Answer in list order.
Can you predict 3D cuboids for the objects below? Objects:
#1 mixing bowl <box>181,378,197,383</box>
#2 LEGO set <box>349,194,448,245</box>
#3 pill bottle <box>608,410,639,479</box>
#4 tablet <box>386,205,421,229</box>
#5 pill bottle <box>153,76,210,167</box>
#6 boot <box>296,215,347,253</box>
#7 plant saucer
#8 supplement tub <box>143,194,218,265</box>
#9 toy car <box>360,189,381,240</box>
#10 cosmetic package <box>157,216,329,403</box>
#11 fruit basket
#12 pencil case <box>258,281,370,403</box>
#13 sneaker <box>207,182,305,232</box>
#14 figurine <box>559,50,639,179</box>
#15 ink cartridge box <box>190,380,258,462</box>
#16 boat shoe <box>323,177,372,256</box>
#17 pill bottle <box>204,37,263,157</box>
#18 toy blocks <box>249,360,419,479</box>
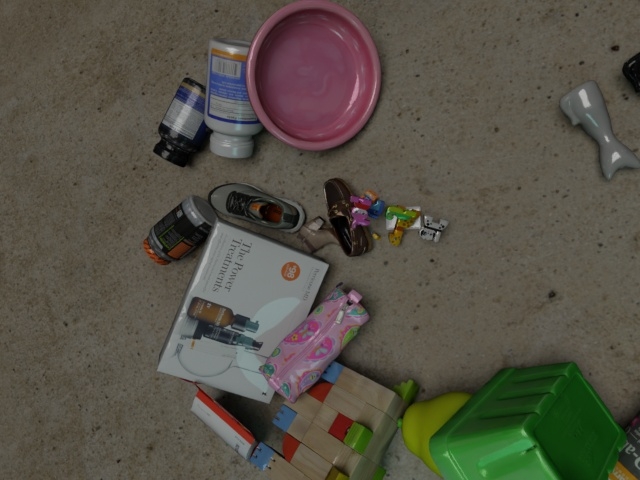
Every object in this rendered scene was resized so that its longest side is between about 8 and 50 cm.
[{"bbox_3d":[-0.305,0.264,1.307,0.182,0.098,0.181,-2,99,-13],"label":"mixing bowl"},{"bbox_3d":[0.165,-0.035,1.172,0.227,0.087,0.093,14,101,-5],"label":"LEGO set"},{"bbox_3d":[0.628,0.438,0.954,0.162,0.162,0.278,38,99,18],"label":"pill bottle"},{"bbox_3d":[0.199,-0.053,1.218,0.083,0.006,0.054,-2,86,20],"label":"tablet"},{"bbox_3d":[-0.360,-0.315,1.369,0.123,0.123,0.219,32,97,18],"label":"pill bottle"},{"bbox_3d":[0.000,0.000,1.270,0.118,0.042,0.087,46,109,14],"label":"boot"},{"bbox_3d":[-0.020,-0.382,1.196,0.332,0.332,0.084,-64,27,5],"label":"plant saucer"},{"bbox_3d":[-0.374,-0.024,1.358,0.190,0.117,0.117,-37,76,13],"label":"supplement tub"},{"bbox_3d":[0.128,-0.064,1.225,0.060,0.040,0.122,-33,76,15],"label":"toy car"},{"bbox_3d":[-0.185,0.170,1.220,0.285,0.097,0.377,21,95,-18],"label":"cosmetic package"},{"bbox_3d":[0.333,0.406,0.981,0.392,0.392,0.283,-35,76,14],"label":"fruit basket"},{"bbox_3d":[-0.009,0.233,1.166,0.124,0.124,0.284,42,78,17],"label":"pencil case"},{"bbox_3d":[-0.175,-0.092,1.299,0.272,0.108,0.100,15,93,21],"label":"sneaker"},{"bbox_3d":[0.636,-0.254,1.041,0.215,0.092,0.209,-29,82,16],"label":"figurine"},{"bbox_3d":[-0.238,0.444,1.226,0.189,0.232,0.066,34,70,18],"label":"ink cartridge box"},{"bbox_3d":[0.055,-0.058,1.224,0.073,0.073,0.207,-41,69,48],"label":"boat shoe"},{"bbox_3d":[-0.212,-0.353,1.273,0.152,0.152,0.272,20,119,19],"label":"pill bottle"},{"bbox_3d":[0.012,0.431,1.149,0.261,0.190,0.381,18,68,40],"label":"toy blocks"}]
